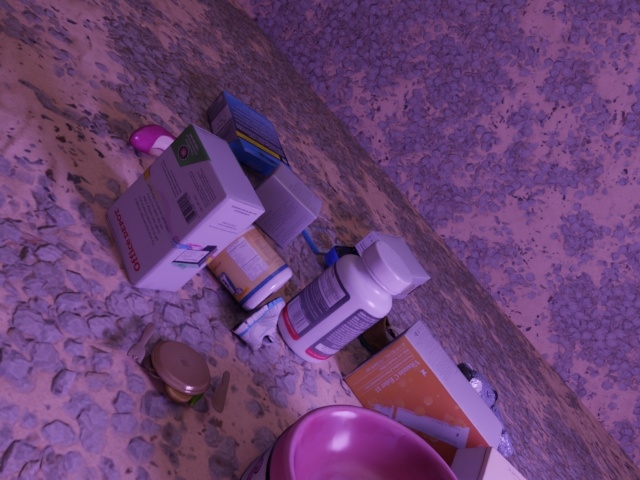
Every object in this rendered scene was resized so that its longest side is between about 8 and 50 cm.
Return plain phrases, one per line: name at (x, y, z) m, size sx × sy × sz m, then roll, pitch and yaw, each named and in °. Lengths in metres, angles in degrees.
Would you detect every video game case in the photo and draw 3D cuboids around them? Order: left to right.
video game case at (0.000, 0.000, 1.882) m, size 0.166 × 0.015 × 0.119 m, roll 7°, pitch 46°, yaw -59°

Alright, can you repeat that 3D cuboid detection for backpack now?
backpack at (0.070, 0.076, 1.769) m, size 0.120 × 0.101 × 0.098 m, roll 13°, pitch 38°, yaw -50°

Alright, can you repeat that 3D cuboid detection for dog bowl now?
dog bowl at (0.070, 0.445, 0.897) m, size 0.408 × 0.150 × 0.408 m, roll 22°, pitch 23°, yaw -10°

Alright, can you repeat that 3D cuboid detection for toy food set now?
toy food set at (-0.255, 0.235, 0.983) m, size 0.192 × 0.038 × 0.132 m, roll 37°, pitch 16°, yaw -13°

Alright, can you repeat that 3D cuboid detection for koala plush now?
koala plush at (0.419, 0.465, 1.533) m, size 0.196 × 0.203 × 0.221 m, roll -51°, pitch 137°, yaw -77°

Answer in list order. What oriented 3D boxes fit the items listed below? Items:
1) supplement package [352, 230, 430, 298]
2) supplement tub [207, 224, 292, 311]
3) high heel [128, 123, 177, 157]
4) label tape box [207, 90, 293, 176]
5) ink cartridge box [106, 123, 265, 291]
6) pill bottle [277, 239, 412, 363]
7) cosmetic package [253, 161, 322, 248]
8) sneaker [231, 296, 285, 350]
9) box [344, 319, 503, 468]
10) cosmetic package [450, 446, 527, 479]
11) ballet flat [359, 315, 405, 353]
supplement package at (0.252, 0.096, 2.021) m, size 0.262 × 0.145 × 0.204 m, roll 9°, pitch 43°, yaw -57°
supplement tub at (-0.178, 0.049, 1.282) m, size 0.199 × 0.144 × 0.144 m, roll 49°, pitch 21°, yaw 3°
high heel at (-0.395, -0.230, 1.435) m, size 0.117 × 0.082 × 0.244 m, roll 42°, pitch 7°, yaw 12°
label tape box at (-0.238, -0.325, 1.857) m, size 0.241 × 0.106 × 0.333 m, roll 26°, pitch 31°, yaw -43°
ink cartridge box at (-0.277, -0.057, 1.099) m, size 0.117 × 0.278 × 0.201 m, roll 19°, pitch 36°, yaw -57°
pill bottle at (0.060, 0.145, 1.334) m, size 0.176 × 0.318 × 0.176 m, roll 41°, pitch 23°, yaw -21°
cosmetic package at (-0.116, -0.109, 1.659) m, size 0.184 × 0.151 × 0.151 m, roll 45°, pitch 21°, yaw -11°
sneaker at (-0.127, 0.194, 1.257) m, size 0.083 × 0.071 × 0.191 m, roll 55°, pitch 30°, yaw 0°
box at (0.264, 0.416, 1.407) m, size 0.345 × 0.215 × 0.168 m, roll 52°, pitch 22°, yaw 11°
cosmetic package at (0.326, 0.613, 1.150) m, size 0.160 × 0.113 × 0.309 m, roll 44°, pitch 50°, yaw -12°
ballet flat at (0.264, 0.358, 1.626) m, size 0.342 × 0.124 × 0.116 m, roll 50°, pitch 22°, yaw 3°
